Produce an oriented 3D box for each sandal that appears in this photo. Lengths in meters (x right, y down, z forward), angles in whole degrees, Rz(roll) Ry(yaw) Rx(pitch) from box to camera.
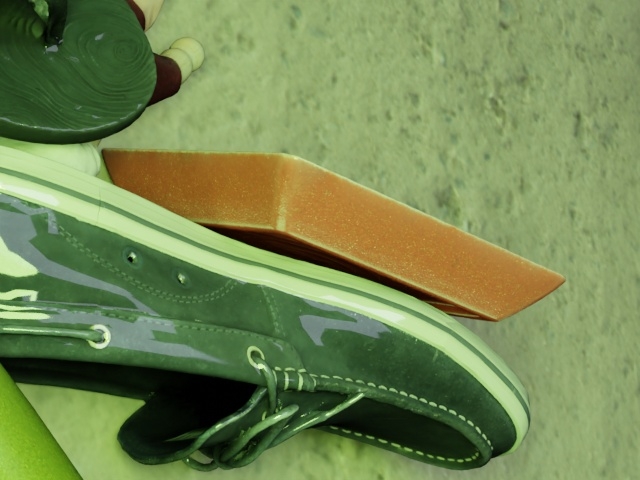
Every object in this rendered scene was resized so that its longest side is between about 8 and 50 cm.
[{"bbox_3d":[-0.280,-0.237,1.180,0.446,0.107,0.167,45,55,-3],"label":"sandal"}]

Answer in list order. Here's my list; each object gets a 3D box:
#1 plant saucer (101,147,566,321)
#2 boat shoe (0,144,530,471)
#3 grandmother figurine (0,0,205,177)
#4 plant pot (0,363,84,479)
[{"bbox_3d":[0.000,0.000,1.312,0.258,0.259,0.048,23,79,-34],"label":"plant saucer"},{"bbox_3d":[-0.072,0.087,1.255,0.500,0.186,0.156,22,66,-29],"label":"boat shoe"},{"bbox_3d":[-0.165,-0.175,1.327,0.207,0.104,0.342,28,53,-21],"label":"grandmother figurine"},{"bbox_3d":[-0.266,0.185,0.950,0.366,0.366,0.353,-9,68,-44],"label":"plant pot"}]
